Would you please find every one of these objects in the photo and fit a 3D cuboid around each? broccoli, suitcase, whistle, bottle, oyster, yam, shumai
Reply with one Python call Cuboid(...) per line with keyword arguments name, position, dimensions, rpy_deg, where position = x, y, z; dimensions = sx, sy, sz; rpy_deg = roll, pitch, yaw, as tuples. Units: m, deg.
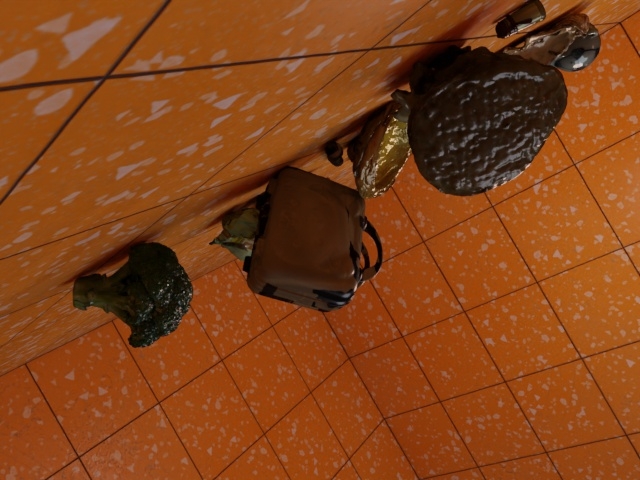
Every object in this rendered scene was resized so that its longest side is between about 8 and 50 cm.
Cuboid(name="broccoli", position=(-0.438, 0.129, 1.466), dimensions=(0.270, 0.269, 0.270), rpy_deg=(1, 171, -14))
Cuboid(name="suitcase", position=(0.000, 0.000, 1.574), dimensions=(0.194, 0.340, 0.351), rpy_deg=(132, -28, -54))
Cuboid(name="whistle", position=(0.740, -0.573, 1.868), dimensions=(0.164, 0.163, 0.290), rpy_deg=(-30, 180, -11))
Cuboid(name="bottle", position=(0.408, -0.450, 1.275), dimensions=(0.101, 0.047, 0.063), rpy_deg=(-29, 170, 10))
Cuboid(name="oyster", position=(0.595, -0.540, 1.720), dimensions=(0.295, 0.094, 0.166), rpy_deg=(-19, 157, -19))
Cuboid(name="yam", position=(0.042, -0.236, 1.713), dimensions=(0.045, 0.045, 0.327), rpy_deg=(-61, 178, 4))
Cuboid(name="shumai", position=(0.314, -0.293, 1.280), dimensions=(0.330, 0.292, 0.288), rpy_deg=(-29, -151, 22))

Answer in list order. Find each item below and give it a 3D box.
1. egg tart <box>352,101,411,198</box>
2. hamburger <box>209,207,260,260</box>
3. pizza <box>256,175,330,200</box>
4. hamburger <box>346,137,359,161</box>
Cuboid(name="egg tart", position=(0.156, -0.238, 1.594), dimensions=(0.279, 0.095, 0.278), rpy_deg=(-47, 152, -33))
Cuboid(name="hamburger", position=(-0.218, -0.019, 1.834), dimensions=(0.235, 0.125, 0.214), rpy_deg=(-7, 154, 30))
Cuboid(name="pizza", position=(-0.140, -0.112, 1.946), dimensions=(0.280, 0.075, 0.288), rpy_deg=(-22, 173, -46))
Cuboid(name="hamburger", position=(0.176, -0.277, 1.799), dimensions=(0.231, 0.106, 0.231), rpy_deg=(-30, 175, -3))
